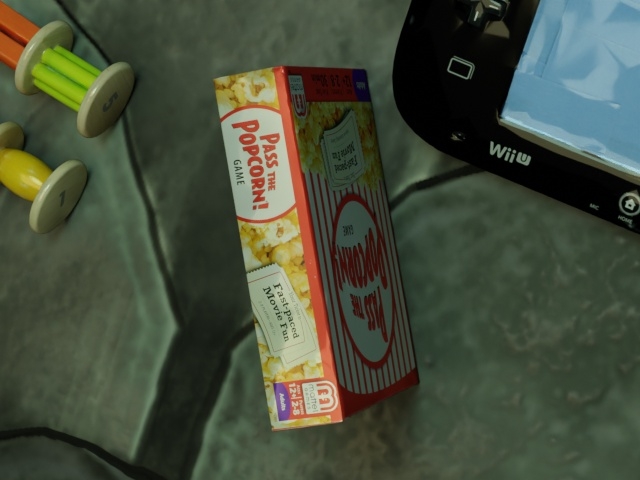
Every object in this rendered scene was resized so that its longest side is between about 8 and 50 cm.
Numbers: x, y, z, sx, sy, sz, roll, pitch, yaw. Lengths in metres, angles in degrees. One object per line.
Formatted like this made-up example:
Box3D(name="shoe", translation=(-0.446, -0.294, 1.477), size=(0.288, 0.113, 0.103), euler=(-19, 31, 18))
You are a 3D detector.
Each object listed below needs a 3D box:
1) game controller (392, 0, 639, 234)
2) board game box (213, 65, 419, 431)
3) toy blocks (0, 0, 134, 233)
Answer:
Box3D(name="game controller", translation=(0.197, -0.083, 1.091), size=(0.319, 0.067, 0.166), euler=(23, 101, 17))
Box3D(name="board game box", translation=(0.000, 0.000, 1.122), size=(0.045, 0.147, 0.193), euler=(-9, 92, 20))
Box3D(name="toy blocks", translation=(-0.204, -0.092, 1.233), size=(0.148, 0.054, 0.123), euler=(31, 104, 15))
